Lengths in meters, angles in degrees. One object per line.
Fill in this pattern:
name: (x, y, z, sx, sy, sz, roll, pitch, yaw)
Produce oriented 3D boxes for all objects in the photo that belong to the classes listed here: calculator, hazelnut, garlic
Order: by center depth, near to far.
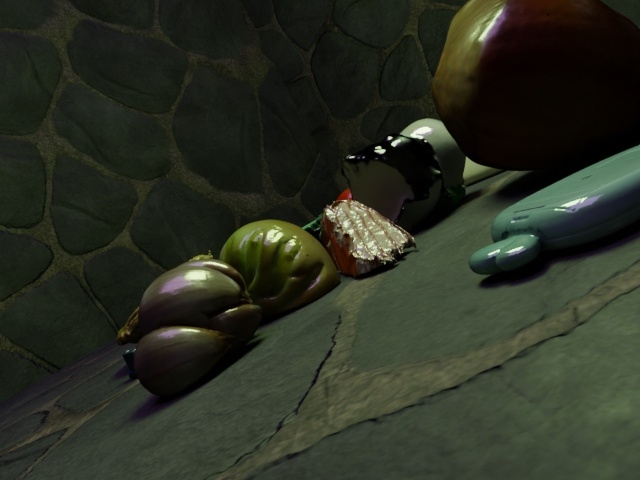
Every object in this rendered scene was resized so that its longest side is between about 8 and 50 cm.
calculator: (0.274, -0.046, 0.562, 0.295, 0.042, 0.184, -28, 4, -16)
garlic: (-0.194, 0.115, 0.839, 0.191, 0.160, 0.214, -32, 0, 15)
hazelnut: (0.370, -0.279, 0.970, 0.366, 0.365, 0.366, -28, 4, 2)

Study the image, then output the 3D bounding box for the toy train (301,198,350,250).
toy train: (0.000, 0.000, 1.300, 0.202, 0.120, 0.301, -29, 3, 10)

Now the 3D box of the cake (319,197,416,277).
cake: (0.070, -0.003, 0.993, 0.098, 0.135, 0.287, -14, 9, -17)

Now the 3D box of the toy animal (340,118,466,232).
toy animal: (0.201, -0.135, 1.183, 0.267, 0.212, 0.212, -26, 3, -33)

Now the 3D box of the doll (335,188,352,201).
doll: (0.105, -0.088, 1.607, 0.290, 0.130, 0.161, -36, -9, -24)

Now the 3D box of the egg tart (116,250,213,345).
egg tart: (-0.351, 0.162, 1.358, 0.315, 0.120, 0.315, -45, 3, 3)

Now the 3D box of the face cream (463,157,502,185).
face cream: (0.472, -0.253, 1.326, 0.349, 0.081, 0.173, -22, 45, 51)

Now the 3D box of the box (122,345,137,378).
box: (-0.348, 0.230, 1.145, 0.099, 0.054, 0.074, -32, 4, -43)

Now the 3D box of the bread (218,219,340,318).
bread: (-0.104, 0.045, 1.020, 0.261, 0.156, 0.158, -17, 10, 42)
